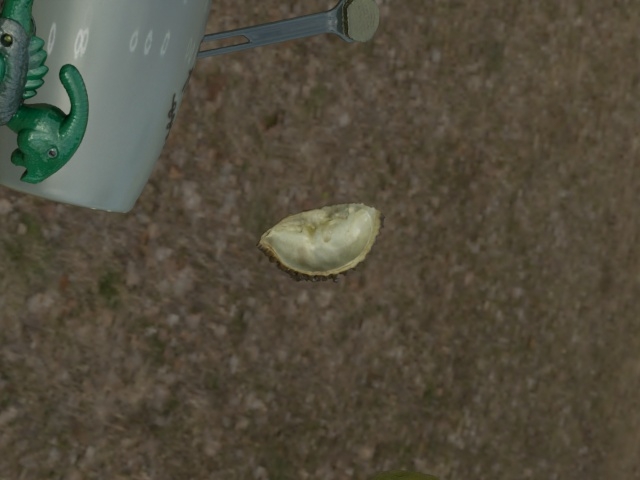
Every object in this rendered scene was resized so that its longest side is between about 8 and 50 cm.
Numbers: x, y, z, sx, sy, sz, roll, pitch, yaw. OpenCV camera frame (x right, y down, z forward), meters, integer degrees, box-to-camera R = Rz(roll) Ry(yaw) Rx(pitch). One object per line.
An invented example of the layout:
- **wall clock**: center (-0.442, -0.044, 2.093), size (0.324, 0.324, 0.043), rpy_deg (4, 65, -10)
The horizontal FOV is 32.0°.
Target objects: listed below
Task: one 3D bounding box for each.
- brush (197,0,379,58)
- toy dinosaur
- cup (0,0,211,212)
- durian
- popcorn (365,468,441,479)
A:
- **brush**: center (-0.044, -0.241, 1.295), size (0.266, 0.027, 0.062), rpy_deg (-17, 117, -28)
- **toy dinosaur**: center (-0.173, -0.096, 0.632), size (0.059, 0.096, 0.132), rpy_deg (-81, -165, -56)
- **cup**: center (-0.229, -0.160, 1.066), size (0.186, 0.258, 0.234), rpy_deg (12, 96, -26)
- **durian**: center (0.004, 0.005, 1.047), size (0.130, 0.052, 0.066), rpy_deg (-14, 141, -15)
- **popcorn**: center (0.105, 0.379, 0.971), size (0.292, 0.294, 0.334), rpy_deg (66, 26, -8)
